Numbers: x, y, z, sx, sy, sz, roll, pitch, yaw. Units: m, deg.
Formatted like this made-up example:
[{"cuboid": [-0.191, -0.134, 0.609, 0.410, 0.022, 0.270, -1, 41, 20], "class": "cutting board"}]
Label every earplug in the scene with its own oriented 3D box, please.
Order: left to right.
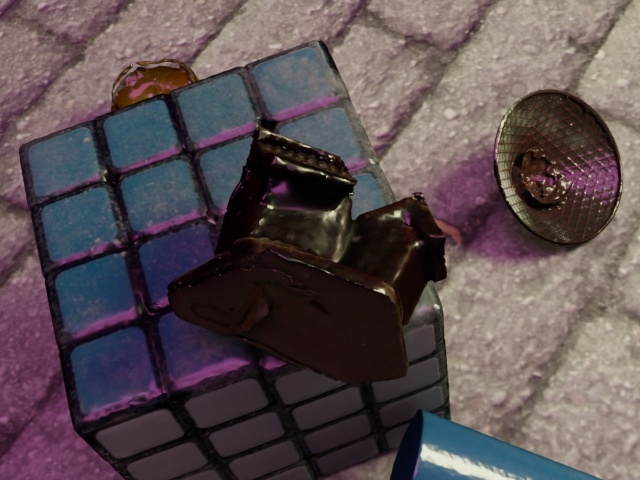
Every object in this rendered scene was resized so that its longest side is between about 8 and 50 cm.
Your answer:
[{"cuboid": [0.208, 0.271, 0.999, 0.273, 0.132, 0.132, 18, 63, -1], "class": "earplug"}]

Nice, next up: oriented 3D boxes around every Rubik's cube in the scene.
[{"cuboid": [-0.077, 0.060, 1.062, 0.337, 0.344, 0.344, -21, 59, -3], "class": "Rubik's cube"}]

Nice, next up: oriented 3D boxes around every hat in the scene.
[{"cuboid": [0.274, -0.084, 1.249, 0.193, 0.082, 0.193, 4, 79, -24], "class": "hat"}]

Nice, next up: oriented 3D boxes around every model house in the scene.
[{"cuboid": [0.002, 0.009, 0.833, 0.203, 0.141, 0.164, 26, 42, -4], "class": "model house"}]

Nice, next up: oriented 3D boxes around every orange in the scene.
[{"cuboid": [-0.215, -0.155, 1.348, 0.170, 0.112, 0.160, -38, 70, 14], "class": "orange"}]
